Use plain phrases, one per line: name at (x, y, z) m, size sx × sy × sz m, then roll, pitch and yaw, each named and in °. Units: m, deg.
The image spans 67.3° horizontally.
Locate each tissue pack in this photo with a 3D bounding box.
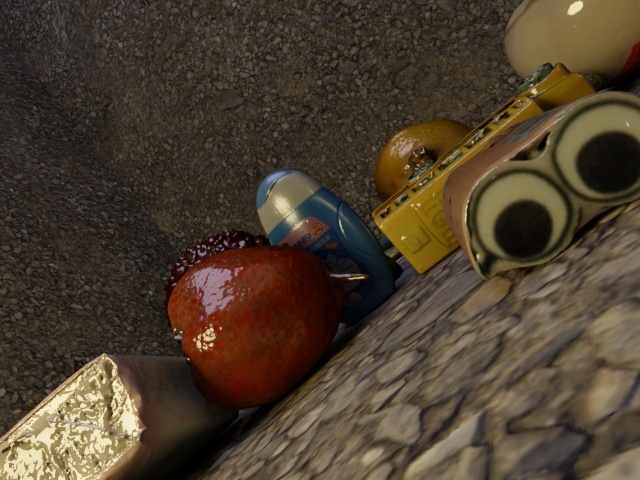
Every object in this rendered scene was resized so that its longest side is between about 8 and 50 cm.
tissue pack at (-0.238, 0.243, 0.604) m, size 0.201 × 0.124 × 0.271 m, roll -42°, pitch -19°, yaw -1°

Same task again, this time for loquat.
loquat at (0.199, -0.121, 0.869) m, size 0.213 × 0.213 × 0.246 m, roll -40°, pitch -18°, yaw 14°

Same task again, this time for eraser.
eraser at (0.197, -0.062, 0.473) m, size 0.171 × 0.087 × 0.290 m, roll -38°, pitch 1°, yaw 14°

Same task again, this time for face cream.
face cream at (0.000, 0.000, 0.756) m, size 0.149 × 0.264 × 0.083 m, roll -40°, pitch -3°, yaw 22°

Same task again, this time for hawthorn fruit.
hawthorn fruit at (-0.060, 0.098, 0.649) m, size 0.262 × 0.210 × 0.210 m, roll -21°, pitch -6°, yaw -11°

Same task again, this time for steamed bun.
steamed bun at (0.552, -0.425, 0.917) m, size 0.374 × 0.241 × 0.374 m, roll -34°, pitch -4°, yaw -3°

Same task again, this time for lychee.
lychee at (-0.170, 0.133, 1.001) m, size 0.306 × 0.306 × 0.330 m, roll -38°, pitch -6°, yaw -22°

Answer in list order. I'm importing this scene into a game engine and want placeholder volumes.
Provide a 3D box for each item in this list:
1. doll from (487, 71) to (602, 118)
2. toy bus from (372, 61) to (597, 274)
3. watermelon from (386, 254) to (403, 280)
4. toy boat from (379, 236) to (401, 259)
doll at (0.370, -0.204, 0.803) m, size 0.293 × 0.119 × 0.138 m, roll -38°, pitch 7°, yaw -27°
toy bus at (0.233, -0.098, 0.676) m, size 0.335 × 0.121 × 0.123 m, roll -40°, pitch 7°, yaw 16°
watermelon at (0.108, 0.063, 0.854) m, size 0.069 × 0.086 × 0.163 m, roll 2°, pitch 21°, yaw 26°
toy boat at (0.171, 0.013, 1.142) m, size 0.137 × 0.060 × 0.061 m, roll -50°, pitch 9°, yaw 48°
